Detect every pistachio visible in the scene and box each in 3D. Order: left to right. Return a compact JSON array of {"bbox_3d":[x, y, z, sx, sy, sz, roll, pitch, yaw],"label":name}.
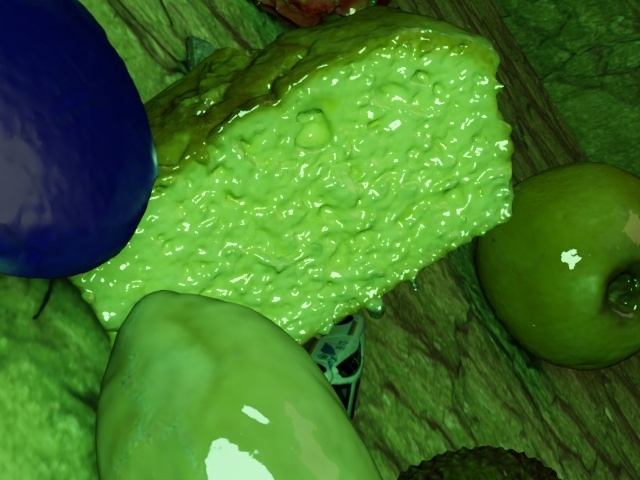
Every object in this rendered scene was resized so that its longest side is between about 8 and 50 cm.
[{"bbox_3d":[-0.041,0.164,0.939,0.293,0.162,0.181,61,6,-2],"label":"pistachio"}]

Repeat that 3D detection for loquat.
[{"bbox_3d":[0.328,0.027,1.982,0.275,0.275,0.275,51,21,-28],"label":"loquat"}]

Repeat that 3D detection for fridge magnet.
[{"bbox_3d":[-0.212,-0.088,0.886,0.265,0.113,0.265,34,33,-26],"label":"fridge magnet"}]

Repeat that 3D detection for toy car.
[{"bbox_3d":[0.001,0.123,1.205,0.205,0.056,0.095,-56,157,-70],"label":"toy car"}]

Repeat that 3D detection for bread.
[{"bbox_3d":[-0.033,-0.041,1.086,0.194,0.340,0.179,62,-7,-21],"label":"bread"}]

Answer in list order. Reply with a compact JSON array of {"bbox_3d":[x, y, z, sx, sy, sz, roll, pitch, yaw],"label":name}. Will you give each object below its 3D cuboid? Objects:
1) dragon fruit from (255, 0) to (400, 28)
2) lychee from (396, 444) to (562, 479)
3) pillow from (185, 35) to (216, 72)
[{"bbox_3d":[0.017,-0.346,1.739,0.268,0.210,0.205,-43,113,-46],"label":"dragon fruit"},{"bbox_3d":[0.121,0.257,1.213,0.194,0.194,0.194,51,21,-28],"label":"lychee"},{"bbox_3d":[-0.046,-0.090,1.469,0.248,0.049,0.135,41,31,-40],"label":"pillow"}]
